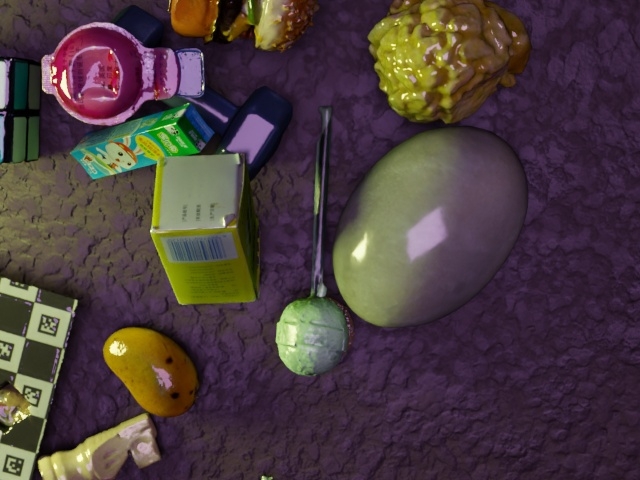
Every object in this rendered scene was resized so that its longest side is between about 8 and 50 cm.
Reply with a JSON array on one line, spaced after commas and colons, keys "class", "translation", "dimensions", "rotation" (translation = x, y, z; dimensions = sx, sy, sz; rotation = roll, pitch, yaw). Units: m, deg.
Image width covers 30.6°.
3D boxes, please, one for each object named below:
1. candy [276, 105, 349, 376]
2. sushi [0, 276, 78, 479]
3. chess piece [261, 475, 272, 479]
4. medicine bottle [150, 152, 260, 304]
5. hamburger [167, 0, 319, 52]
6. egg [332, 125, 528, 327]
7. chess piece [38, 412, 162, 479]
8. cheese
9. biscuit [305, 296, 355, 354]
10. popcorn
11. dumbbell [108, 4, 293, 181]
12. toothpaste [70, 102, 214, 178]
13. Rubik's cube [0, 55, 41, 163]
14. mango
[{"class": "candy", "translation": [0.000, 0.000, 1.896], "dimensions": [0.119, 0.119, 0.439], "rotation": [5, 86, 0]}, {"class": "sushi", "translation": [-0.601, 0.212, 1.949], "dimensions": [0.343, 0.064, 0.359], "rotation": [16, 99, 1]}, {"class": "chess piece", "translation": [-0.078, 0.442, 1.982], "dimensions": [0.042, 0.042, 0.093], "rotation": [-26, 91, 4]}, {"class": "medicine bottle", "translation": [-0.172, -0.012, 1.812], "dimensions": [0.141, 0.250, 0.137], "rotation": [-4, 60, 1]}, {"class": "hamburger", "translation": [-0.107, -0.417, 1.762], "dimensions": [0.225, 0.291, 0.291], "rotation": [9, 97, -9]}, {"class": "egg", "translation": [0.169, -0.022, 1.812], "dimensions": [0.352, 0.258, 0.258], "rotation": [-44, 94, -1]}, {"class": "chess piece", "translation": [-0.366, 0.365, 1.963], "dimensions": [0.200, 0.090, 0.090], "rotation": [-23, 96, -8]}, {"class": "cheese", "translation": [-0.294, -0.249, 1.747], "dimensions": [0.244, 0.062, 0.155], "rotation": [-1, 100, 1]}, {"class": "biscuit", "translation": [-0.001, 0.150, 1.956], "dimensions": [0.120, 0.015, 0.120], "rotation": [0, 97, 2]}, {"class": "popcorn", "translation": [0.193, -0.295, 1.810], "dimensions": [0.259, 0.259, 0.212], "rotation": [-43, 80, 5]}, {"class": "dumbbell", "translation": [-0.209, -0.228, 1.851], "dimensions": [0.325, 0.144, 0.160], "rotation": [31, 98, -2]}, {"class": "toothpaste", "translation": [-0.282, -0.153, 1.821], "dimensions": [0.267, 0.050, 0.065], "rotation": [-9, 128, 42]}, {"class": "Rubik's cube", "translation": [-0.548, -0.208, 1.840], "dimensions": [0.183, 0.180, 0.167], "rotation": [2, 96, 3]}, {"class": "mango", "translation": [-0.275, 0.212, 1.935], "dimensions": [0.115, 0.090, 0.178], "rotation": [-41, 87, 13]}]
